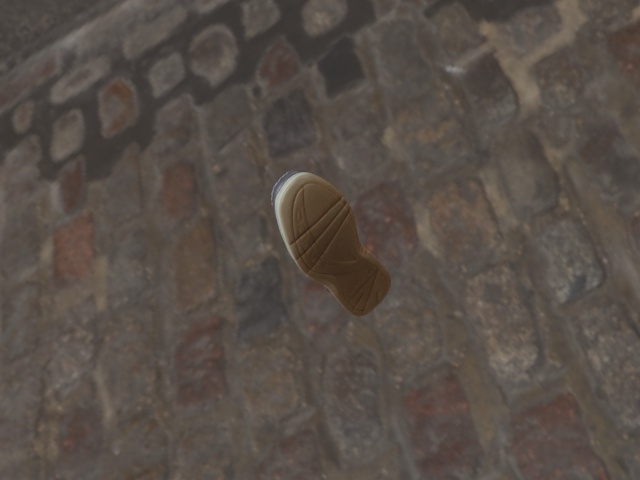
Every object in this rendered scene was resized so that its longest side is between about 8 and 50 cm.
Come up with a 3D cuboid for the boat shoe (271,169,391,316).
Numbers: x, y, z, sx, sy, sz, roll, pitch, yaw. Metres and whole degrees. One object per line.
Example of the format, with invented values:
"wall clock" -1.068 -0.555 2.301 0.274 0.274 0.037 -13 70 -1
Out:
"boat shoe" 0.000 0.000 1.475 0.103 0.285 0.092 -50 50 -8
